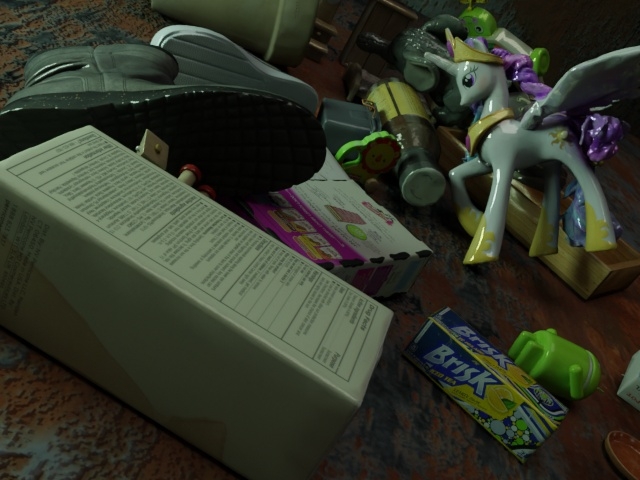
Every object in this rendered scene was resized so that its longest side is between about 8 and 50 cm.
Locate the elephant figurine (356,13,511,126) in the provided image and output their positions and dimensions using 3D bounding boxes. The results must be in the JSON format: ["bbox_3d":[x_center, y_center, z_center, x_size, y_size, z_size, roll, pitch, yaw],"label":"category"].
[{"bbox_3d":[0.207,-0.341,1.332,0.239,0.186,0.169,37,31,-19],"label":"elephant figurine"}]

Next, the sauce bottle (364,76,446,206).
[{"bbox_3d":[0.143,-0.172,1.202,0.111,0.111,0.344,22,30,-16],"label":"sauce bottle"}]

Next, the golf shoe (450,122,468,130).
[{"bbox_3d":[0.363,-0.208,1.541,0.198,0.077,0.094,29,49,-6],"label":"golf shoe"}]

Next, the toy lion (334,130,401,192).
[{"bbox_3d":[0.071,-0.124,1.061,0.100,0.096,0.034,12,33,-32],"label":"toy lion"}]

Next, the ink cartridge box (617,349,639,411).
[{"bbox_3d":[0.471,0.179,0.924,0.092,0.143,0.090,38,45,13],"label":"ink cartridge box"}]

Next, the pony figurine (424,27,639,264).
[{"bbox_3d":[0.347,-0.159,1.068,0.350,0.364,0.303,-6,-3,1],"label":"pony figurine"}]

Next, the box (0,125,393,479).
[{"bbox_3d":[-0.109,0.050,0.562,0.311,0.121,0.148,32,27,3],"label":"box"}]

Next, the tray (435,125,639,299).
[{"bbox_3d":[0.394,-0.062,1.309,0.202,0.076,0.411,-4,42,-48],"label":"tray"}]

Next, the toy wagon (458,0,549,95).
[{"bbox_3d":[0.353,-0.363,1.491,0.267,0.068,0.344,15,-30,41],"label":"toy wagon"}]

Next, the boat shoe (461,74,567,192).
[{"bbox_3d":[0.362,-0.216,1.312,0.132,0.130,0.355,16,31,-26],"label":"boat shoe"}]

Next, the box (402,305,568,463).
[{"bbox_3d":[0.173,0.149,0.748,0.169,0.059,0.054,41,27,18],"label":"box"}]

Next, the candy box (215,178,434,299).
[{"bbox_3d":[0.000,0.000,0.809,0.233,0.071,0.159,-5,42,-48],"label":"candy box"}]

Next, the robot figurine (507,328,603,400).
[{"bbox_3d":[0.286,0.152,0.848,0.115,0.067,0.101,25,16,-11],"label":"robot figurine"}]

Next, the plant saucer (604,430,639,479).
[{"bbox_3d":[0.364,0.257,0.809,0.083,0.013,0.083,24,29,-14],"label":"plant saucer"}]

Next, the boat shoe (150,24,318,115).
[{"bbox_3d":[-0.137,-0.244,1.072,0.302,0.109,0.094,15,14,-45],"label":"boat shoe"}]

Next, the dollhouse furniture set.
[{"bbox_3d":[0.124,-0.384,1.465,0.303,0.174,0.356,21,29,-17],"label":"dollhouse furniture set"}]

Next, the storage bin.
[{"bbox_3d":[0.042,-0.188,1.153,0.091,0.098,0.135,13,30,-10],"label":"storage bin"}]

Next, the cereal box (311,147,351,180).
[{"bbox_3d":[-0.078,-0.115,0.949,0.240,0.047,0.173,9,35,-36],"label":"cereal box"}]

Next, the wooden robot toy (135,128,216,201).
[{"bbox_3d":[-0.146,-0.020,0.681,0.173,0.079,0.076,59,29,-24],"label":"wooden robot toy"}]

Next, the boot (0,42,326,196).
[{"bbox_3d":[-0.167,-0.155,0.764,0.338,0.118,0.223,4,34,-9],"label":"boot"}]

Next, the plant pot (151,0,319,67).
[{"bbox_3d":[-0.158,-0.493,1.272,0.280,0.323,0.323,4,34,-14],"label":"plant pot"}]
